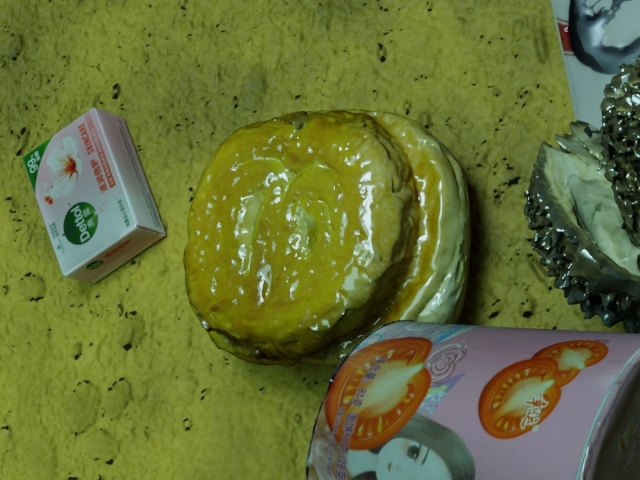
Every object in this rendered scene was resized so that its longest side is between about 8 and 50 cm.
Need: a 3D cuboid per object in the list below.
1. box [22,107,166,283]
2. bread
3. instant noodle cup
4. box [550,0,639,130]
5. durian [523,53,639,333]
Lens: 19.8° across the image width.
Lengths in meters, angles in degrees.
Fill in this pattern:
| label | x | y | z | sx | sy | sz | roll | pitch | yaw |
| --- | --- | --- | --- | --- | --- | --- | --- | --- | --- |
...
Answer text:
| label | x | y | z | sx | sy | sz | roll | pitch | yaw |
| --- | --- | --- | --- | --- | --- | --- | --- | --- | --- |
| box | -0.193 | -0.038 | 1.562 | 0.089 | 0.043 | 0.125 | -34 | 64 | 22 |
| bread | 0.001 | -0.003 | 1.390 | 0.236 | 0.120 | 0.198 | -3 | 77 | 31 |
| instant noodle cup | 0.139 | 0.160 | 1.217 | 0.231 | 0.243 | 0.243 | 7 | 84 | 40 |
| box | 0.329 | -0.202 | 1.263 | 0.353 | 0.069 | 0.214 | -19 | 71 | 29 |
| durian | 0.238 | -0.026 | 1.214 | 0.196 | 0.196 | 0.167 | -4 | 57 | 31 |
